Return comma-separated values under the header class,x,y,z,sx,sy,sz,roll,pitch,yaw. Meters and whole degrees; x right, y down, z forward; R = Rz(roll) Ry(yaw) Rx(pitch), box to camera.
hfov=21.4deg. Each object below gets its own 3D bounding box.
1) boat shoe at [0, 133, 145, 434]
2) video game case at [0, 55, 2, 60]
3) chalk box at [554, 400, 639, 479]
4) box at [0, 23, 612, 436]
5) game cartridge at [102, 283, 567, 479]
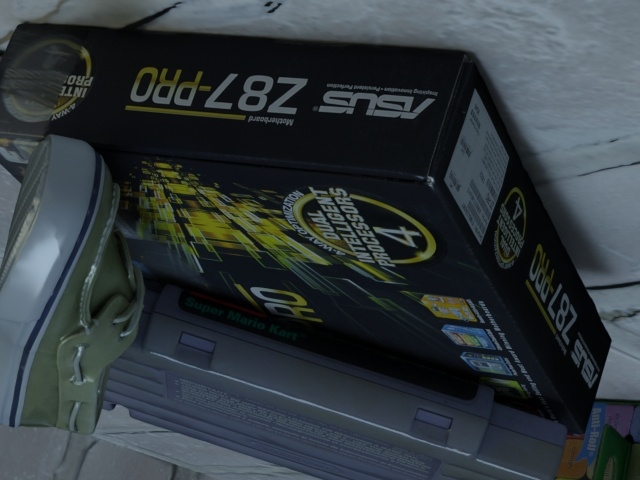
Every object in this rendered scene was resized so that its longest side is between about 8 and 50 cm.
class,x,y,z,sx,sy,sz,roll,pitch,yaw
boat shoe,-0.157,0.034,1.067,0.094,0.109,0.302,14,149,-10
video game case,-0.398,-0.136,1.208,0.329,0.036,0.300,23,163,-22
chalk box,0.332,0.263,1.648,0.179,0.180,0.289,-3,155,46
box,0.000,0.000,1.151,0.318,0.097,0.395,10,157,26
game cartridge,-0.008,0.124,1.259,0.355,0.068,0.230,18,156,2
